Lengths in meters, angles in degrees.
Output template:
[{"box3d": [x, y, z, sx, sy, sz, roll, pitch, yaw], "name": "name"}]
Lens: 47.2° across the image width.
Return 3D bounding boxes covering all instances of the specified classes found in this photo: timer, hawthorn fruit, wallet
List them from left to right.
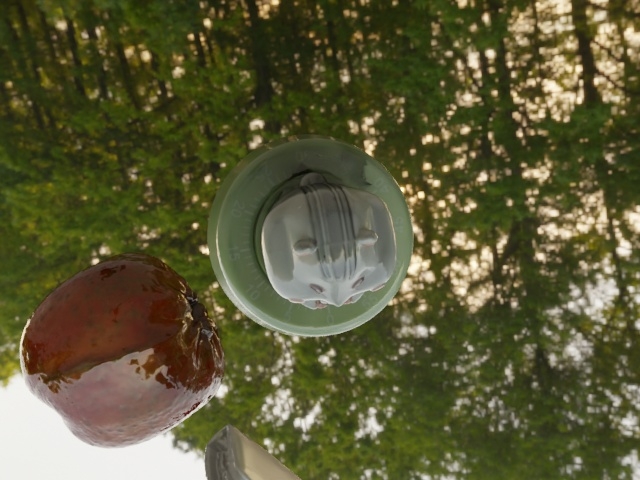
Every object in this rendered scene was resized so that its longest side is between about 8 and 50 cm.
[{"box3d": [-0.125, 0.072, 0.470, 0.128, 0.128, 0.128, -9, -160, 4], "name": "hawthorn fruit"}, {"box3d": [-0.011, 0.150, 0.387, 0.025, 0.122, 0.061, -40, -156, 9], "name": "wallet"}, {"box3d": [0.000, 0.000, 0.909, 0.291, 0.290, 0.315, -13, -176, -6], "name": "timer"}]
